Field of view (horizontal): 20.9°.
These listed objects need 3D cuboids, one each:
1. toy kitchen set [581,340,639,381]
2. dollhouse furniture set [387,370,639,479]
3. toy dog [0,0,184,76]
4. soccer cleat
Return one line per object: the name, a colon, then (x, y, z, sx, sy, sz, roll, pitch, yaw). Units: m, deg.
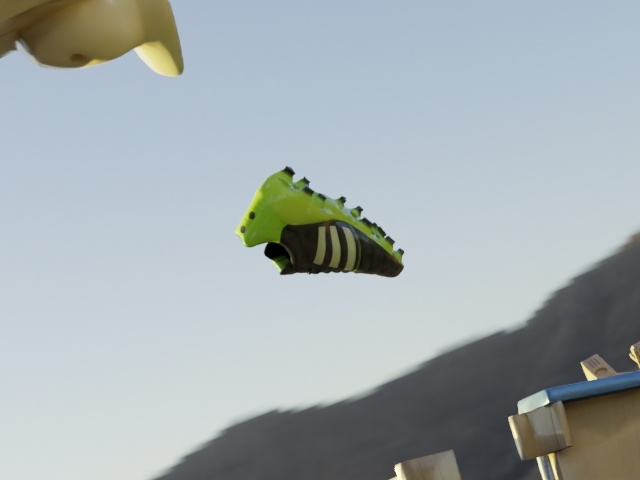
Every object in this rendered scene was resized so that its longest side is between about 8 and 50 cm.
toy kitchen set: (0.288, 0.106, 1.586, 0.083, 0.068, 0.075, -29, 27, -6)
dollhouse furniture set: (0.180, 0.275, 1.371, 0.303, 0.286, 0.198, -10, -14, -27)
toy dog: (-0.330, -0.180, 1.241, 0.408, 0.284, 0.395, -22, 7, -3)
soccer cleat: (0.000, 0.000, 1.362, 0.072, 0.060, 0.179, -50, -40, 10)
